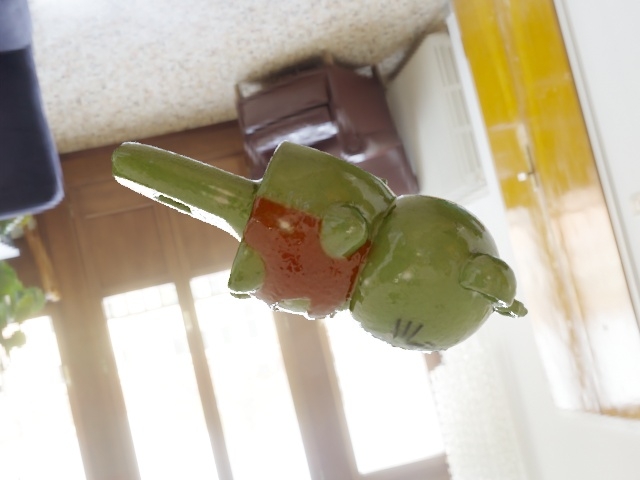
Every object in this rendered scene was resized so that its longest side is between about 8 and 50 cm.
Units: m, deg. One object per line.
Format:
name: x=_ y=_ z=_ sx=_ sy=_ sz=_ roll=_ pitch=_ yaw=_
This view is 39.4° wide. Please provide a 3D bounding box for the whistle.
whistle: x=0.000 y=0.000 z=0.587 sx=0.288 sy=0.106 sz=0.131 roll=19 pitch=171 yaw=0
